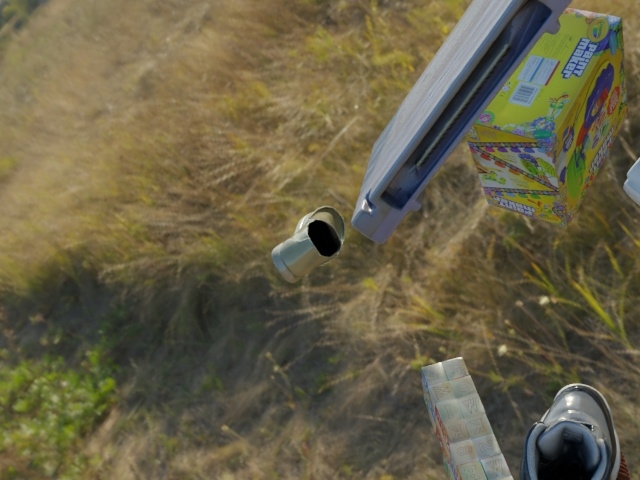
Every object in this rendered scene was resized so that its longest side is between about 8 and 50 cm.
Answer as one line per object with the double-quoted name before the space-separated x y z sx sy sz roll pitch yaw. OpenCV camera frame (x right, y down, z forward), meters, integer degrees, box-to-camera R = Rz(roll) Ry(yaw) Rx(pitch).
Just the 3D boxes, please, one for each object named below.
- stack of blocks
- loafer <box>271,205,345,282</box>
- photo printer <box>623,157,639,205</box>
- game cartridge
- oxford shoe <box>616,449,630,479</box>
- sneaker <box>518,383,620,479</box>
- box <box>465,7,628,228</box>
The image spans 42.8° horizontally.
"stack of blocks" 0.281 0.397 1.564 0.087 0.171 0.297 -15 51 -3
"loafer" 0.000 0.000 1.565 0.092 0.102 0.268 -28 11 28
"photo printer" 0.549 -0.008 1.056 0.107 0.307 0.256 -52 -20 16
"game cartridge" 0.159 -0.182 0.899 0.355 0.068 0.230 -55 5 31
"oxford shoe" 0.448 0.465 1.404 0.130 0.123 0.348 -52 18 48
"sneaker" 0.285 0.234 0.914 0.101 0.153 0.268 10 41 21
"box" 0.429 -0.231 1.528 0.177 0.279 0.290 22 71 32
